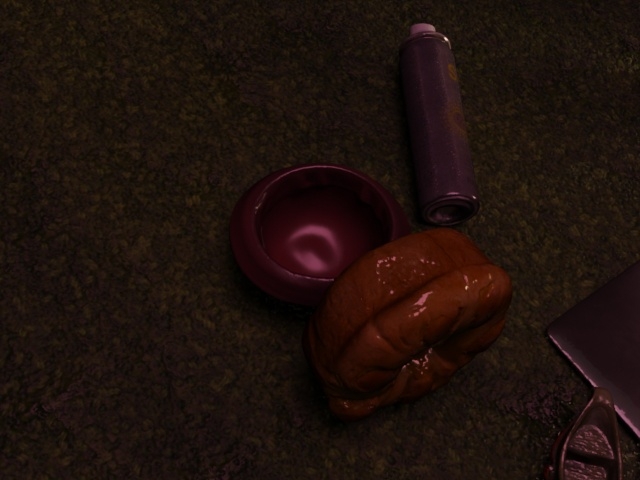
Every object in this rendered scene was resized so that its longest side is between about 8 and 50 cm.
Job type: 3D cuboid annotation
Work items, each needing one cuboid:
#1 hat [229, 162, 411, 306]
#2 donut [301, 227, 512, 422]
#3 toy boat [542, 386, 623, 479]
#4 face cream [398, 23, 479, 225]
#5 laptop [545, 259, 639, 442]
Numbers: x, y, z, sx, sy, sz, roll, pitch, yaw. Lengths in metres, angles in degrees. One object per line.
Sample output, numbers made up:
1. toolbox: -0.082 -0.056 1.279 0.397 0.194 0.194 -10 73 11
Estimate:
1. hat: 0.000 0.000 1.205 0.205 0.089 0.205 3 56 -4
2. donut: 0.088 0.086 1.097 0.227 0.226 0.114 -22 61 -23
3. toy boat: 0.280 0.247 1.128 0.089 0.071 0.185 14 57 -5
4. face cream: 0.142 -0.154 1.334 0.073 0.073 0.283 1 59 -11
5. laptop: 0.414 0.111 1.270 0.269 0.015 0.187 -31 70 -26
